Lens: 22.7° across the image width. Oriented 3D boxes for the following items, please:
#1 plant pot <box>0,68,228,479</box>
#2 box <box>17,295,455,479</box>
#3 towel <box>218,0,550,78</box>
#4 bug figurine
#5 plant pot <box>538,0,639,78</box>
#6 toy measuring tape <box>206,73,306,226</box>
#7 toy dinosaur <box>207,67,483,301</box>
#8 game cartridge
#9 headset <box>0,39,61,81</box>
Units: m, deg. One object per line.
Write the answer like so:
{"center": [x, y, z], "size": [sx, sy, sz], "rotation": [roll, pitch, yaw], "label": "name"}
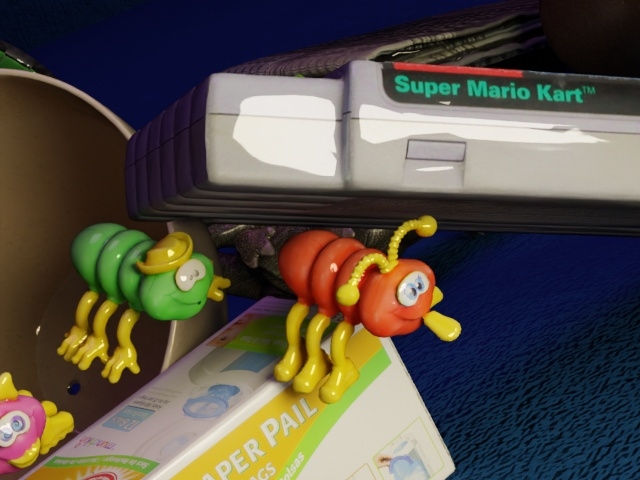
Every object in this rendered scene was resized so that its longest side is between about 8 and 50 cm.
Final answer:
{"center": [-0.170, 0.055, 0.996], "size": [0.284, 0.284, 0.191], "rotation": [-22, -18, 18], "label": "plant pot"}
{"center": [-0.052, 0.127, 0.803], "size": [0.203, 0.103, 0.114], "rotation": [-36, 19, -26], "label": "box"}
{"center": [0.095, -0.173, 1.479], "size": [0.312, 0.056, 0.324], "rotation": [-17, 10, -25], "label": "towel"}
{"center": [-0.078, 0.065, 0.719], "size": [0.216, 0.072, 0.279], "rotation": [15, 46, 37], "label": "bug figurine"}
{"center": [0.268, -0.200, 1.152], "size": [0.215, 0.215, 0.230], "rotation": [-39, 6, -33], "label": "plant pot"}
{"center": [-0.086, -0.011, 1.295], "size": [0.330, 0.121, 0.121], "rotation": [-40, 14, 12], "label": "toy measuring tape"}
{"center": [0.000, 0.000, 1.100], "size": [0.313, 0.160, 0.121], "rotation": [-35, 58, 18], "label": "toy dinosaur"}
{"center": [0.098, -0.037, 0.764], "size": [0.355, 0.068, 0.230], "rotation": [2, -8, -16], "label": "game cartridge"}
{"center": [-0.388, -0.068, 1.744], "size": [0.185, 0.243, 0.394], "rotation": [-46, 24, 31], "label": "headset"}
